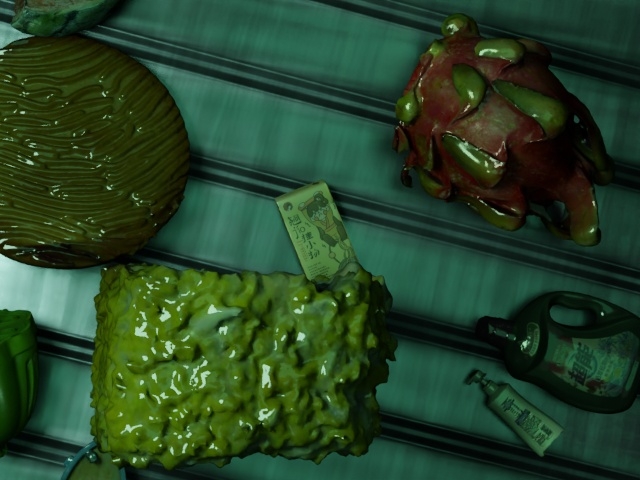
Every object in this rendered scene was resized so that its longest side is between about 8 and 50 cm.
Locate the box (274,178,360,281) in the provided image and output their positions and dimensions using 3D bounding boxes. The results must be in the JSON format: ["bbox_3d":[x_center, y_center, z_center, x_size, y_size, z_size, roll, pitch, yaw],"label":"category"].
[{"bbox_3d":[0.000,0.000,1.979,0.073,0.020,0.149,-23,89,-6],"label":"box"}]

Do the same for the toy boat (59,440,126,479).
[{"bbox_3d":[-0.291,0.341,1.892,0.088,0.102,0.215,13,85,-7],"label":"toy boat"}]

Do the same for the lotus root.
[{"bbox_3d":[-0.417,0.191,1.870,0.186,0.186,0.186,0,87,-6],"label":"lotus root"}]

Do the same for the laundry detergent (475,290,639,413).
[{"bbox_3d":[0.313,0.132,1.976,0.222,0.078,0.144,21,83,-2],"label":"laundry detergent"}]

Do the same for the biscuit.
[{"bbox_3d":[-0.319,-0.114,1.902,0.318,0.040,0.317,5,69,-13],"label":"biscuit"}]

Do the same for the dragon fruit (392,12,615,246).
[{"bbox_3d":[0.233,-0.132,1.925,0.227,0.243,0.307,-52,132,-27],"label":"dragon fruit"}]

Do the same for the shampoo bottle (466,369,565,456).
[{"bbox_3d":[0.253,0.219,1.985,0.141,0.034,0.049,42,91,-2],"label":"shampoo bottle"}]

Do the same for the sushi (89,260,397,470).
[{"bbox_3d":[-0.090,0.142,1.777,0.352,0.396,0.240,1,87,-13],"label":"sushi"}]

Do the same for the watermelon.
[{"bbox_3d":[-0.326,-0.318,1.946,0.187,0.071,0.139,-26,60,-31],"label":"watermelon"}]
